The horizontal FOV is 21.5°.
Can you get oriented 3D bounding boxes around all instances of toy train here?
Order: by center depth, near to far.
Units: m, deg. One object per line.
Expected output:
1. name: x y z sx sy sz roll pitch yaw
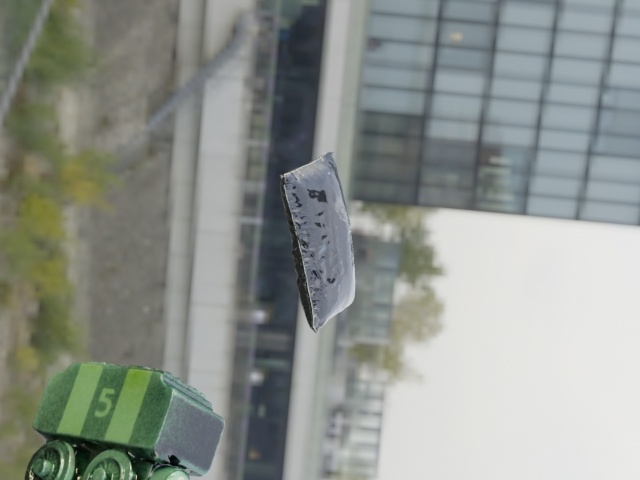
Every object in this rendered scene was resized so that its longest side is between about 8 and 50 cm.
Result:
1. toy train: -0.284 0.299 2.396 0.167 0.299 0.238 38 65 -46

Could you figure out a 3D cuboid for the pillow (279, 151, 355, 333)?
1. pillow: 0.000 0.000 2.142 0.141 0.055 0.208 -35 119 -62
